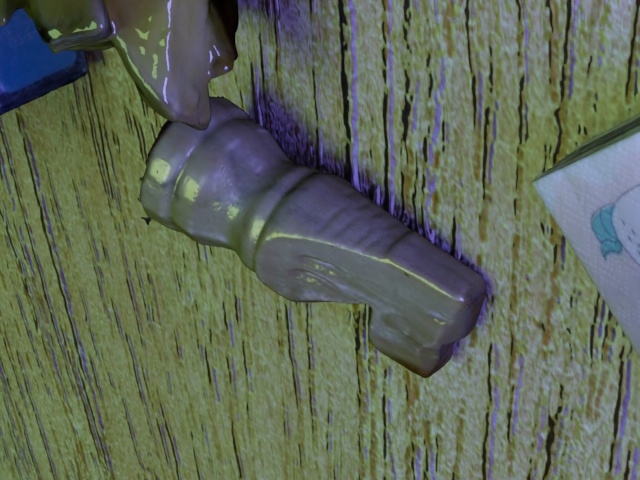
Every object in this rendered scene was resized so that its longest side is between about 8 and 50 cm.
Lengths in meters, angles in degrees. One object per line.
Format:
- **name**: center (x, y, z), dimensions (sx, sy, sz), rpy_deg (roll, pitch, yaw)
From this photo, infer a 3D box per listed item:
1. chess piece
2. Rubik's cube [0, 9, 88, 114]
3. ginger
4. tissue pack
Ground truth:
- **chess piece**: center (0.000, 0.000, 1.469), dimensions (0.301, 0.137, 0.137), rpy_deg (32, 141, 21)
- **Rubik's cube**: center (-0.491, -0.237, 1.721), dimensions (0.362, 0.363, 0.358), rpy_deg (-5, 109, 55)
- **ginger**: center (-0.214, -0.292, 1.370), dimensions (0.413, 0.211, 0.358), rpy_deg (45, 142, 27)
- **tissue pack**: center (0.280, 0.063, 1.146), dimensions (0.325, 0.071, 0.170), rpy_deg (58, 147, 0)
